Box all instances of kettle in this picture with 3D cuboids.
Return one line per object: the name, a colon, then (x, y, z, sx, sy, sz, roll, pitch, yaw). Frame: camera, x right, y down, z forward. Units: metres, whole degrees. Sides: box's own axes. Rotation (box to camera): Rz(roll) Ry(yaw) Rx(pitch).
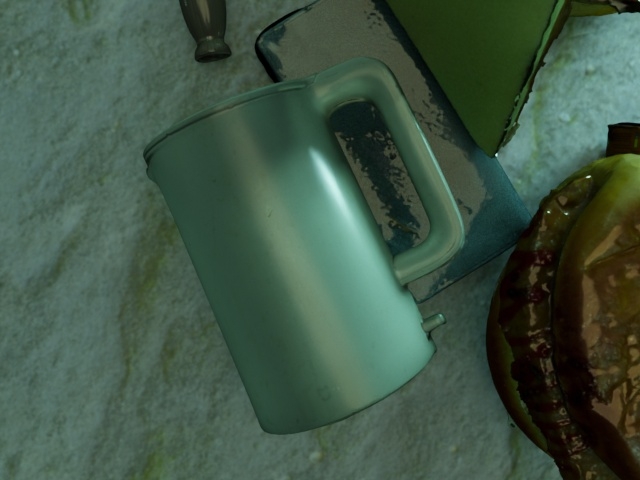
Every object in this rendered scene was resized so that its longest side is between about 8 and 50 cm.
kettle: (-0.012, 0.005, 0.636, 0.205, 0.265, 0.318, -25, 91, -48)

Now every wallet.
wallet: (0.093, -0.126, 0.740, 0.191, 0.046, 0.379, -32, 95, -3)

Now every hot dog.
hot dog: (0.309, 0.123, 0.667, 0.223, 0.185, 0.405, -18, 92, -6)

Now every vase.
vase: (-0.133, -0.261, 0.711, 0.053, 0.053, 0.100, -11, 96, -6)

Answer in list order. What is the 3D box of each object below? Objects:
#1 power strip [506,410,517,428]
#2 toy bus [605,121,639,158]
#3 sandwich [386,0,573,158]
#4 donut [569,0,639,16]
power strip: (0.304, 0.166, 0.776, 0.047, 0.030, 0.191, 42, 88, -6)
toy bus: (0.564, -0.103, 0.767, 0.409, 0.093, 0.092, 2, 99, -5)
sandwich: (0.151, -0.243, 0.669, 0.212, 0.245, 0.063, 37, 54, 22)
donut: (0.289, -0.447, 0.699, 0.435, 0.163, 0.377, 37, 89, -7)
